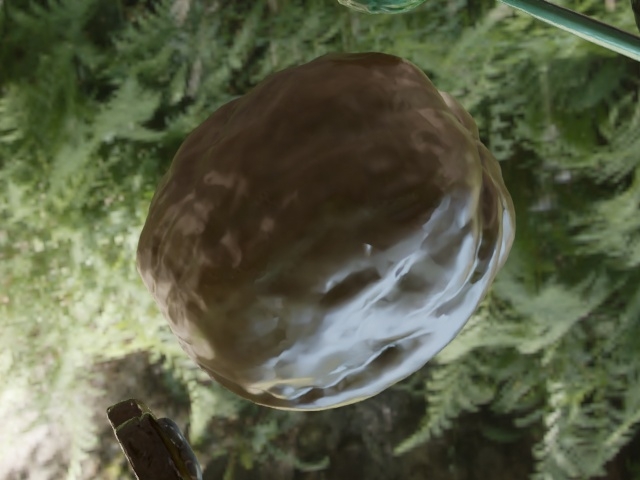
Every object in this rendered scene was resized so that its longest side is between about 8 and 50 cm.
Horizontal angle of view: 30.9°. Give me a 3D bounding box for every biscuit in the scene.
[{"bbox_3d":[-0.117,0.271,1.111,0.064,0.283,0.432,-28,173,-12],"label":"biscuit"}]

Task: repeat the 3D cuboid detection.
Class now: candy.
[{"bbox_3d":[0.193,-0.202,1.006,0.440,0.119,0.119,23,-161,8],"label":"candy"}]

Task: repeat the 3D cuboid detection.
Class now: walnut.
[{"bbox_3d":[-0.002,-0.003,1.044,0.344,0.306,0.306,-40,-173,13],"label":"walnut"}]

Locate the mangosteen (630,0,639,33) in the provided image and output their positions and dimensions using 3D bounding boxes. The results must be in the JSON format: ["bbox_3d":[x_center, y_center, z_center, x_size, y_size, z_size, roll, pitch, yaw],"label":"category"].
[{"bbox_3d":[0.225,-0.139,0.436,0.216,0.216,0.216,-7,-167,2],"label":"mangosteen"}]
